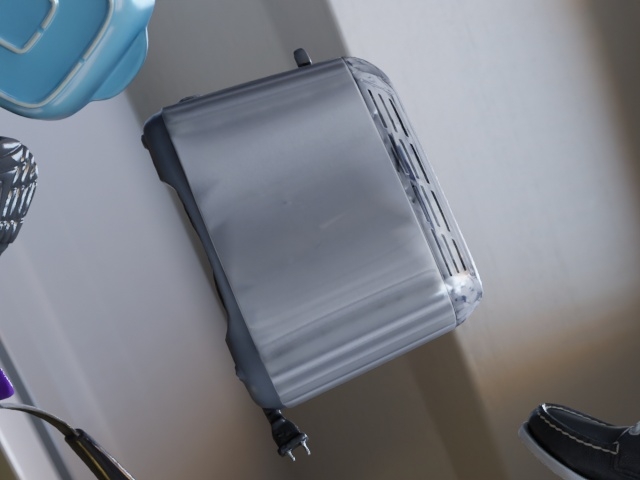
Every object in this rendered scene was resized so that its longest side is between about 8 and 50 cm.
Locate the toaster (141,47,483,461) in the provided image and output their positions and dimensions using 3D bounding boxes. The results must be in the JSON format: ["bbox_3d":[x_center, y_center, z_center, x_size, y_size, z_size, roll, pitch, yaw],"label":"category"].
[{"bbox_3d":[0.000,0.000,0.655,0.146,0.227,0.129,-23,170,0],"label":"toaster"}]

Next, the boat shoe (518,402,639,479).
[{"bbox_3d":[0.321,0.205,0.973,0.302,0.091,0.114,24,-163,30],"label":"boat shoe"}]

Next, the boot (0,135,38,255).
[{"bbox_3d":[-0.445,0.026,1.143,0.222,0.118,0.338,14,-106,27],"label":"boot"}]

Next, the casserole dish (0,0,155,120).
[{"bbox_3d":[-0.170,-0.134,0.537,0.114,0.188,0.037,-49,-166,17],"label":"casserole dish"}]

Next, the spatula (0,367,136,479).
[{"bbox_3d":[-0.221,0.152,0.894,0.084,0.296,0.030,-11,-137,40],"label":"spatula"}]
